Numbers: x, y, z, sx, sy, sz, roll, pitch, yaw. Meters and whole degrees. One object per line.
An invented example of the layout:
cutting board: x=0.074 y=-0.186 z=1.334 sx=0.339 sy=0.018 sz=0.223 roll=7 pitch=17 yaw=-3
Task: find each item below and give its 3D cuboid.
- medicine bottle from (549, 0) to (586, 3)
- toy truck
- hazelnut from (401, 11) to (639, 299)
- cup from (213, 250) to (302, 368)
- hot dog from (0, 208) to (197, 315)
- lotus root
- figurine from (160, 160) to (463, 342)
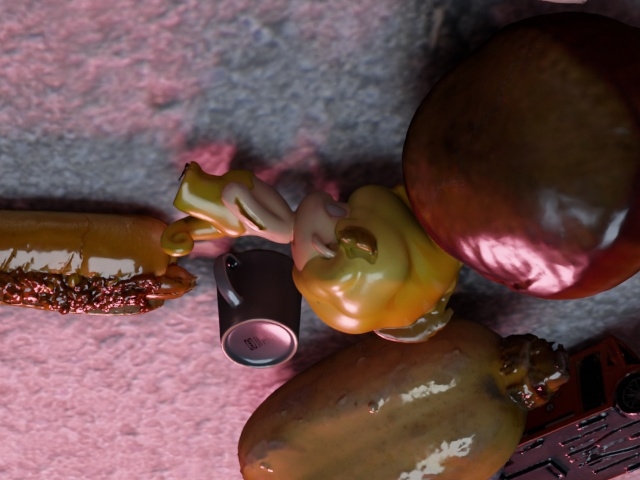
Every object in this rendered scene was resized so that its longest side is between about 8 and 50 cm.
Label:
medicine bottle: x=0.125 y=-0.238 z=0.991 sx=0.143 sy=0.147 sz=0.147 roll=14 pitch=133 yaw=-14
toy truck: x=0.242 y=0.171 z=1.435 sx=0.253 sy=0.114 sz=0.107 roll=-28 pitch=130 yaw=26
hazelnut: x=0.178 y=-0.059 z=1.153 sx=0.229 sy=0.229 sz=0.229 roll=-1 pitch=135 yaw=-1
cup: x=-0.060 y=0.056 z=1.331 sx=0.078 sy=0.077 sz=0.100 roll=-28 pitch=129 yaw=24
hot dog: x=-0.227 y=0.021 z=1.292 sx=0.249 sy=0.076 sz=0.102 roll=5 pitch=132 yaw=-6
lotus root: x=0.077 y=0.163 z=1.390 sx=0.343 sy=0.151 sz=0.169 roll=-29 pitch=89 yaw=23
figurine: x=0.000 y=0.000 z=1.240 sx=0.246 sy=0.156 sz=0.131 roll=20 pitch=98 yaw=-2
